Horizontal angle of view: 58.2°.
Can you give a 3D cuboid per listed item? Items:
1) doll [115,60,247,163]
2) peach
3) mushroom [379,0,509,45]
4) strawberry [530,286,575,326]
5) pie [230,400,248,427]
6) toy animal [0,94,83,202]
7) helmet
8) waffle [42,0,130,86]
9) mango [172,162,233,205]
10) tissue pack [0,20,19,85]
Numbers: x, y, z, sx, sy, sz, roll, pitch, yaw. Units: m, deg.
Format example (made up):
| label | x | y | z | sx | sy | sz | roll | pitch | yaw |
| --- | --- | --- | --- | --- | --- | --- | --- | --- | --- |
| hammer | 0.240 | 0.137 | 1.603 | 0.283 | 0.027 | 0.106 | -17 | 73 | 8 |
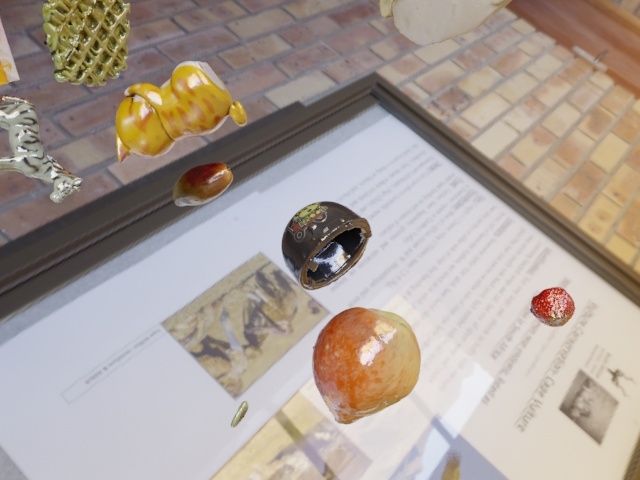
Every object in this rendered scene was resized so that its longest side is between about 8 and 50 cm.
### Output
| label | x | y | z | sx | sy | sz | roll | pitch | yaw |
| --- | --- | --- | --- | --- | --- | --- | --- | --- | --- |
| doll | -0.315 | -0.278 | 1.230 | 0.269 | 0.162 | 0.167 | -19 | -169 | 9 |
| peach | 0.083 | 0.238 | 1.072 | 0.232 | 0.232 | 0.232 | -45 | 166 | -14 |
| mushroom | 0.184 | -0.311 | 0.461 | 0.351 | 0.097 | 0.109 | -53 | -166 | 12 |
| strawberry | 0.542 | 0.159 | 1.331 | 0.106 | 0.106 | 0.106 | -45 | 166 | -14 |
| pie | -0.219 | 0.478 | 1.576 | 0.084 | 0.021 | 0.084 | -60 | 168 | -21 |
| toy animal | -0.640 | -0.179 | 1.208 | 0.170 | 0.255 | 0.089 | -34 | -168 | -30 |
| helmet | 0.000 | 0.000 | 1.454 | 0.230 | 0.160 | 0.279 | -42 | 160 | -5 |
| waffle | -0.667 | -0.605 | 1.669 | 0.297 | 0.073 | 0.317 | -37 | 140 | -53 |
| mango | -0.374 | -0.167 | 1.760 | 0.267 | 0.111 | 0.133 | -16 | -132 | 42 |
| tissue pack | -0.870 | -0.489 | 1.392 | 0.124 | 0.184 | 0.225 | -85 | 171 | -62 |
